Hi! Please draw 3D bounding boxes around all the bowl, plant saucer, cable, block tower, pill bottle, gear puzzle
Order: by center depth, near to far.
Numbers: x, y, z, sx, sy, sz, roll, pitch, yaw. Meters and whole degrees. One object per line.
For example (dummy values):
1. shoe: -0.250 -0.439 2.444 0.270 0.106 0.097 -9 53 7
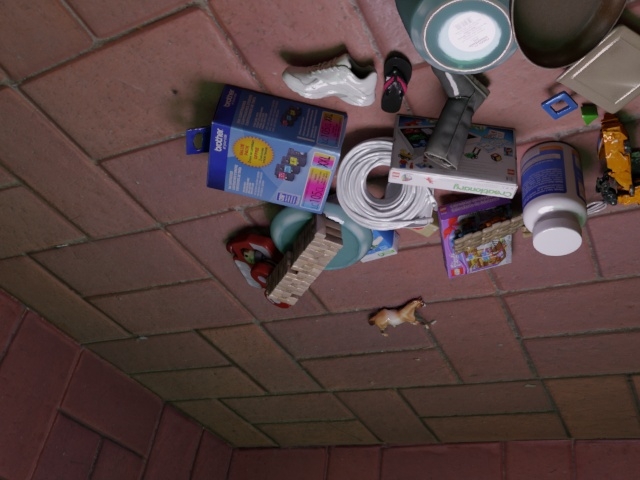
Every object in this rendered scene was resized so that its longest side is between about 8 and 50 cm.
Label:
1. plant saucer: 0.463 -0.478 1.213 0.311 0.050 0.310 -16 126 -23
2. bowl: 0.296 -0.460 1.311 0.312 0.163 0.311 8 144 6
3. pill bottle: 0.583 -0.102 1.631 0.152 0.272 0.152 7 144 5
4. cable: 0.171 -0.153 1.742 0.257 0.089 0.257 -11 107 12
5. gear puzzle: 0.520 -0.054 1.791 0.339 0.044 0.175 -21 163 7
6. bowl: 0.244 -0.110 1.843 0.142 0.053 0.142 0 107 -11
7. block tower: -0.049 0.063 1.916 0.097 0.091 0.335 18 133 -21
8. plant saucer: 0.000 0.000 1.972 0.318 0.043 0.317 5 142 4

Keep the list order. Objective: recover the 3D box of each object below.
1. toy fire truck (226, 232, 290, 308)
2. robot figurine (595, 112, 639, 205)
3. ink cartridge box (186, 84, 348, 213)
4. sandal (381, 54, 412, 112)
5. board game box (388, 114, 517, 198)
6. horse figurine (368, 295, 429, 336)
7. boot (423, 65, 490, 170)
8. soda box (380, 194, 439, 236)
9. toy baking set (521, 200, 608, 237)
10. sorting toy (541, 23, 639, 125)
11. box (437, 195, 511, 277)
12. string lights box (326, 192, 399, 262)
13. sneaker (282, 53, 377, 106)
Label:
1. toy fire truck: -0.195 0.083 2.195 0.254 0.169 0.302 12 148 30
2. robot figurine: 0.787 -0.197 1.611 0.211 0.085 0.291 -8 140 24
3. ink cartridge box: -0.152 -0.242 1.736 0.396 0.151 0.270 14 144 -2
4. sandal: 0.180 -0.367 1.568 0.067 0.040 0.179 8 144 4
5. board game box: 0.329 -0.212 1.614 0.305 0.193 0.053 8 145 4
6. horse figurine: 0.283 0.292 2.423 0.263 0.066 0.174 -12 144 24
7. boot: 0.288 -0.292 1.506 0.190 0.208 0.076 29 -178 -22
8. soda box: 0.263 -0.078 1.928 0.181 0.058 0.061 23 143 -17
9. toy baking set: 0.683 -0.059 1.796 0.256 0.030 0.197 -11 165 -18
10. sorting toy: 0.651 -0.381 1.430 0.196 0.047 0.348 20 144 -21
11. box: 0.459 -0.013 1.925 0.201 0.057 0.293 -15 140 4
12. string lights box: 0.118 -0.045 1.993 0.133 0.076 0.260 -17 136 33
13. sneaker: 0.027 -0.398 1.542 0.232 0.090 0.115 6 138 -9
